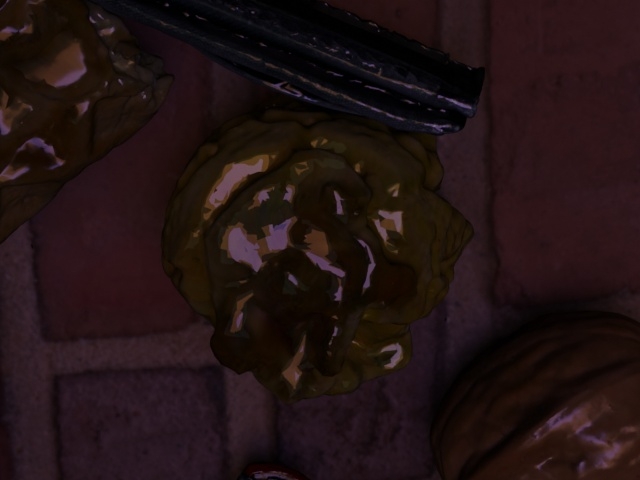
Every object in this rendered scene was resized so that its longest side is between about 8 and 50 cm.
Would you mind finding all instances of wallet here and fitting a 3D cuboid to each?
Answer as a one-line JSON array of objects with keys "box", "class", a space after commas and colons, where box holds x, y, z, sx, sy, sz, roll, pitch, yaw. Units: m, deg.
[{"box": [-0.032, -0.172, 0.953, 0.342, 0.237, 0.075, 22, 109, 2], "class": "wallet"}]

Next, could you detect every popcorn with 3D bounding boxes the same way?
[{"box": [-0.001, 0.002, 1.018, 0.293, 0.237, 0.293, -1, 104, -5], "class": "popcorn"}]

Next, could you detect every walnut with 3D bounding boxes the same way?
[{"box": [0.230, 0.188, 1.092, 0.261, 0.225, 0.225, -40, 102, 10], "class": "walnut"}]

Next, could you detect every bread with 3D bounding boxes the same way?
[{"box": [-0.285, -0.131, 0.988, 0.238, 0.196, 0.252, 41, 93, -13], "class": "bread"}]

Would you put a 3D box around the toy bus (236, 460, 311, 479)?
[{"box": [-0.069, 0.308, 1.153, 0.081, 0.089, 0.195, 18, 101, -9], "class": "toy bus"}]
